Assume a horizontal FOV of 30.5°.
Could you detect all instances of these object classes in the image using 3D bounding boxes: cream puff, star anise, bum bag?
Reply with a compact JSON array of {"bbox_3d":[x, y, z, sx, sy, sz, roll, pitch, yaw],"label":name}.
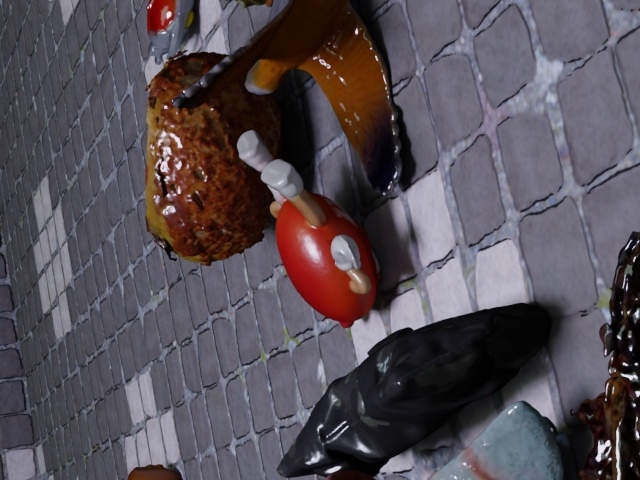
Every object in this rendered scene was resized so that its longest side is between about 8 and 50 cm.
[{"bbox_3d":[-0.115,-0.089,1.288,0.240,0.164,0.240,-176,90,-81],"label":"cream puff"},{"bbox_3d":[0.220,0.119,0.766,0.157,0.054,0.212,-126,40,-48],"label":"star anise"},{"bbox_3d":[0.062,0.136,1.001,0.095,0.144,0.340,65,150,14],"label":"bum bag"}]

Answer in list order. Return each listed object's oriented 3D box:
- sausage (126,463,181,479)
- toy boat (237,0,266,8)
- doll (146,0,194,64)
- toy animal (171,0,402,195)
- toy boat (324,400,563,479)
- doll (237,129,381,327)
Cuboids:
[{"bbox_3d":[-0.217,0.456,1.734,0.300,0.089,0.083,-121,28,-42],"label":"sausage"},{"bbox_3d":[-0.086,-0.286,1.280,0.172,0.066,0.065,-124,35,-71],"label":"toy boat"},{"bbox_3d":[-0.192,-0.317,1.537,0.104,0.062,0.194,42,127,31],"label":"doll"},{"bbox_3d":[-0.005,-0.238,1.085,0.284,0.225,0.302,-63,25,20],"label":"toy animal"},{"bbox_3d":[0.116,0.226,0.945,0.206,0.096,0.282,41,129,2],"label":"toy boat"},{"bbox_3d":[0.000,0.000,1.119,0.217,0.085,0.183,61,172,-26],"label":"doll"}]
